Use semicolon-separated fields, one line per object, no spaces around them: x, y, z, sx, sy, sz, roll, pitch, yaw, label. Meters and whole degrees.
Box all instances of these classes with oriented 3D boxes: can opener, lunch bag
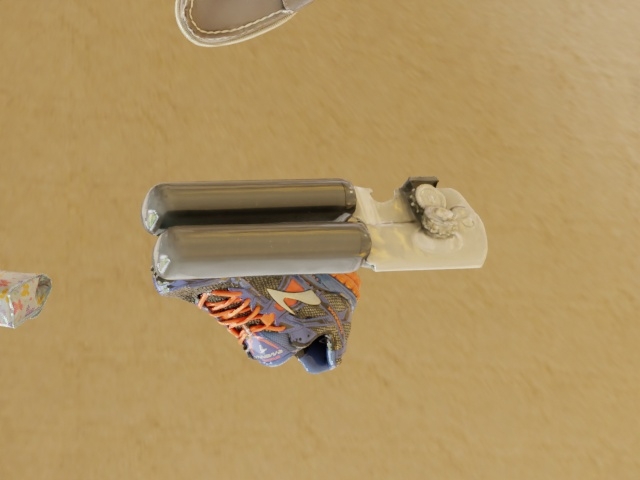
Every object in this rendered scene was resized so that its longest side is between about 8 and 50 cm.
0.000;0.000;1.250;0.280;0.074;0.093;0;145;-32;can opener
-0.337;0.059;1.834;0.071;0.083;0.053;6;114;21;lunch bag

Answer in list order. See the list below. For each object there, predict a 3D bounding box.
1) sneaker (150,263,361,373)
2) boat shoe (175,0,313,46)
-0.041;0.049;1.288;0.221;0.083;0.087;17;66;-48;sneaker
-0.010;-0.304;1.765;0.324;0.096;0.116;-31;104;3;boat shoe
